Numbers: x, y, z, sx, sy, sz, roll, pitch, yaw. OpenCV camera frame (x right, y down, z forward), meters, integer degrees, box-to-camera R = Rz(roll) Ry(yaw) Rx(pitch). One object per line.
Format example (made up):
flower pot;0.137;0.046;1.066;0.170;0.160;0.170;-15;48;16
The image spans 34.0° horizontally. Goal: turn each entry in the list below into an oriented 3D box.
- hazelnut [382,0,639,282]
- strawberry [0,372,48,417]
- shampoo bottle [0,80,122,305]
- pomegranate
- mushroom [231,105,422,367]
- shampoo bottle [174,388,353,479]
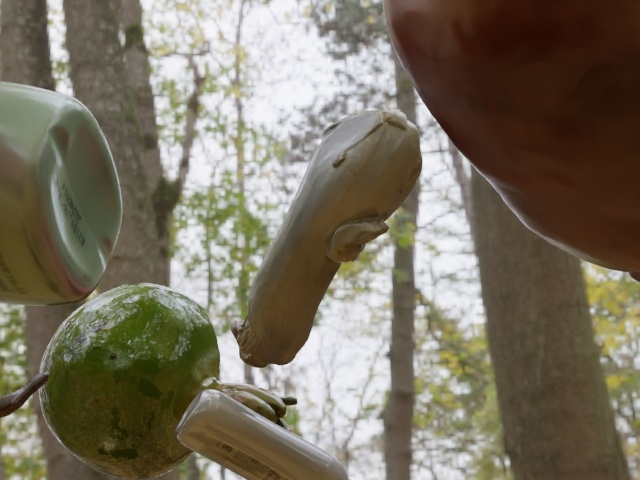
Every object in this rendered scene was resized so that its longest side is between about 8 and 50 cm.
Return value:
hazelnut;0.215;-0.131;0.530;0.372;0.315;0.372;17;-3;1
strawberry;-0.265;0.061;0.428;0.292;0.292;0.343;-18;4;34
shampoo bottle;-0.360;-0.040;0.896;0.350;0.151;0.221;2;-38;13
pomegranate;-0.182;0.181;1.234;0.302;0.236;0.236;21;-15;23
mushroom;0.000;-0.001;0.967;0.099;0.278;0.096;32;11;5
shampoo bottle;-0.030;0.216;0.993;0.221;0.051;0.108;30;-31;-6
